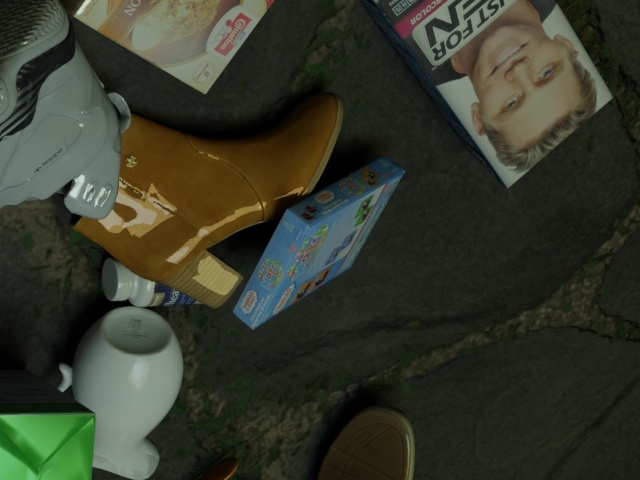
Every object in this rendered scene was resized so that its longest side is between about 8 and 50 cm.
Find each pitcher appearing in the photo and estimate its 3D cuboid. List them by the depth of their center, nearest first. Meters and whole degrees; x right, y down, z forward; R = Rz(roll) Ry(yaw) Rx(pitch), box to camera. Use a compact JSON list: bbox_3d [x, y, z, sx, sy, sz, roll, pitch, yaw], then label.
[{"bbox_3d":[-0.255,0.176,1.951,0.178,0.125,0.207,5,130,-16],"label":"pitcher"}]

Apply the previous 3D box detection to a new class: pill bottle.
[{"bbox_3d":[-0.184,0.042,1.924,0.120,0.067,0.067,-2,121,-29],"label":"pill bottle"}]

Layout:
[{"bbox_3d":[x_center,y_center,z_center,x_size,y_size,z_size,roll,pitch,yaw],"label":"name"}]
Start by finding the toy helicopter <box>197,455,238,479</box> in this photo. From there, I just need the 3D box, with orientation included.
[{"bbox_3d":[-0.171,0.426,2.133,0.355,0.140,0.235,-28,107,-32],"label":"toy helicopter"}]

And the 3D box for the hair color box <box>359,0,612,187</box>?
[{"bbox_3d":[0.182,-0.236,1.926,0.174,0.105,0.347,-41,133,1],"label":"hair color box"}]

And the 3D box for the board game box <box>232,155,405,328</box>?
[{"bbox_3d":[0.000,0.000,1.935,0.211,0.039,0.160,-32,156,-53],"label":"board game box"}]

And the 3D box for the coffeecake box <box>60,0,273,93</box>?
[{"bbox_3d":[-0.155,-0.257,1.737,0.185,0.068,0.142,28,103,-41],"label":"coffeecake box"}]

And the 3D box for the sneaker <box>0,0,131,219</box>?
[{"bbox_3d":[-0.324,-0.053,1.677,0.366,0.137,0.210,-59,138,-18],"label":"sneaker"}]

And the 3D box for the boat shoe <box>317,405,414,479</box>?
[{"bbox_3d":[0.063,0.348,2.262,0.110,0.122,0.341,-41,150,-54],"label":"boat shoe"}]

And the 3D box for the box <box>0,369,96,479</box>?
[{"bbox_3d":[-0.350,0.288,1.831,0.127,0.231,0.262,2,96,-28],"label":"box"}]

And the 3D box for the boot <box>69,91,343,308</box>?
[{"bbox_3d":[-0.125,-0.088,1.856,0.211,0.104,0.295,36,84,-25],"label":"boot"}]
